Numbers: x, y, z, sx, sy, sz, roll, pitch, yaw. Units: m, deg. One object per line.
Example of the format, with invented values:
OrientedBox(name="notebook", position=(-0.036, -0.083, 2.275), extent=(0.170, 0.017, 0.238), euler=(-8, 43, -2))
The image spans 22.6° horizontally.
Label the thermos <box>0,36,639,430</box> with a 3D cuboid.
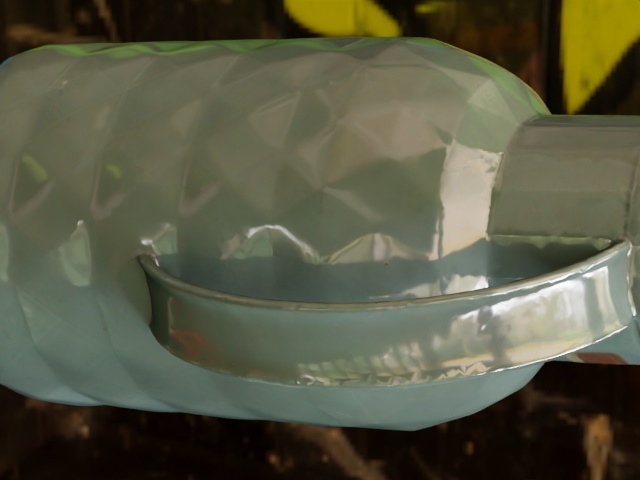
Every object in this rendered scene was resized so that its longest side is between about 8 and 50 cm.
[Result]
OrientedBox(name="thermos", position=(0.000, 0.000, 0.565), extent=(0.286, 0.145, 0.182), euler=(2, -162, 33))
